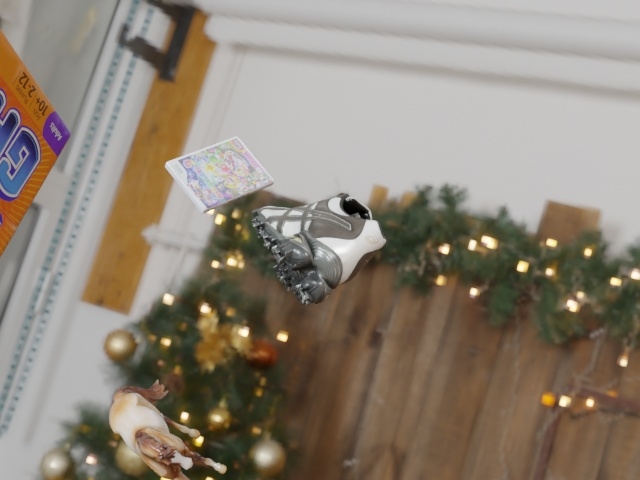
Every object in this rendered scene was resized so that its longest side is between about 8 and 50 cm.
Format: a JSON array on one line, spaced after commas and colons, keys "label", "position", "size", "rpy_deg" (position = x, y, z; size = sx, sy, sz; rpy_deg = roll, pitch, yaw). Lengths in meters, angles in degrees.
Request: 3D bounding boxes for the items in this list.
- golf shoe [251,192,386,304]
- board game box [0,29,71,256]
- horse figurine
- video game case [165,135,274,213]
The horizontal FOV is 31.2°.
[{"label": "golf shoe", "position": [0.000, 0.000, 0.997], "size": [0.077, 0.094, 0.198], "rpy_deg": [64, -8, -19]}, {"label": "board game box", "position": [-0.642, -0.147, 1.624], "size": [0.356, 0.356, 0.356], "rpy_deg": [19, -21, 18]}, {"label": "horse figurine", "position": [-0.214, 0.260, 1.528], "size": [0.174, 0.066, 0.263], "rpy_deg": [37, 2, -39]}, {"label": "video game case", "position": [-0.132, -0.088, 1.509], "size": [0.087, 0.122, 0.011], "rpy_deg": [50, -40, 18]}]
